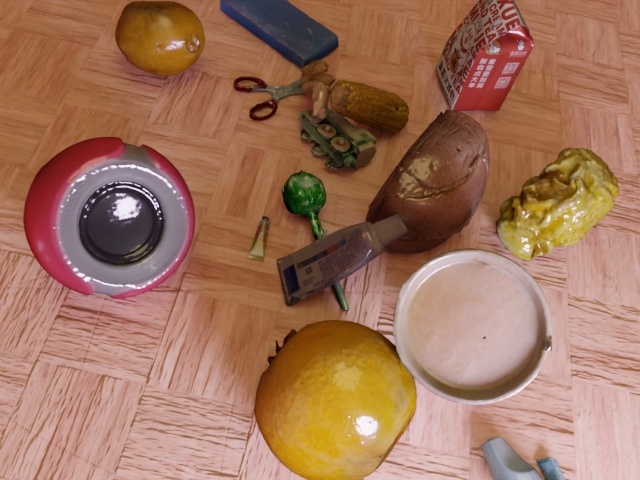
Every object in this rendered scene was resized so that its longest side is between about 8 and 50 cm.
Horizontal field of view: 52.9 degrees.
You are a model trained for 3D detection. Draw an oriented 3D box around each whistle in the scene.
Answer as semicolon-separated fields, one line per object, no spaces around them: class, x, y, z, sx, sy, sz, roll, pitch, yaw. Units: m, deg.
whistle;0.367;0.460;1.088;0.186;0.093;0.274;-2;50;-43

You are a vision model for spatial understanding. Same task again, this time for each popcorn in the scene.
popcorn;0.523;-0.092;1.392;0.286;0.225;0.174;-27;62;-26

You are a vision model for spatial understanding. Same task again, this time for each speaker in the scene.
speaker;-0.371;-0.039;1.175;0.294;0.294;0.294;4;57;-7

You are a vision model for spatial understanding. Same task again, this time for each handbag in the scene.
handbag;0.400;-0.469;1.570;0.151;0.298;0.171;-4;58;-12

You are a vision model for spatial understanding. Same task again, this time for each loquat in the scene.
loquat;0.021;0.253;1.065;0.274;0.275;0.275;4;57;-7
loquat;-0.382;-0.482;1.525;0.234;0.176;0.187;18;12;23

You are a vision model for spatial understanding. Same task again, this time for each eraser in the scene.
eraser;-0.111;-0.578;1.708;0.312;0.043;0.144;40;60;16

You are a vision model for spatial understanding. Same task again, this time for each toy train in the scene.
toy train;0.035;-0.244;1.499;0.125;0.081;0.194;-23;59;-33

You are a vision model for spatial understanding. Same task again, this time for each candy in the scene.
candy;0.002;-0.001;1.344;0.097;0.097;0.323;-13;68;-17

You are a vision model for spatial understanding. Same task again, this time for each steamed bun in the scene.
steamed bun;0.246;-0.106;1.356;0.199;0.251;0.301;36;62;2

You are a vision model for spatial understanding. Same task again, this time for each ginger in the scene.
ginger;-0.004;-0.368;1.526;0.089;0.075;0.288;3;31;-7

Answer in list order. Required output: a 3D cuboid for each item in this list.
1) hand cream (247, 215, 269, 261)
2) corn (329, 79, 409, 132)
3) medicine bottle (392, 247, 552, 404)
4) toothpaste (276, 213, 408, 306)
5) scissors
hand cream;-0.125;-0.005;1.348;0.035;0.022;0.102;15;60;-6
corn;0.119;-0.311;1.499;0.261;0.097;0.097;5;49;-47
medicine bottle;0.268;0.135;1.137;0.235;0.406;0.236;-1;87;14
toothpaste;0.040;0.028;1.258;0.282;0.068;0.099;-28;27;19
scissors;-0.081;-0.373;1.598;0.247;0.017;0.144;-18;62;-21
